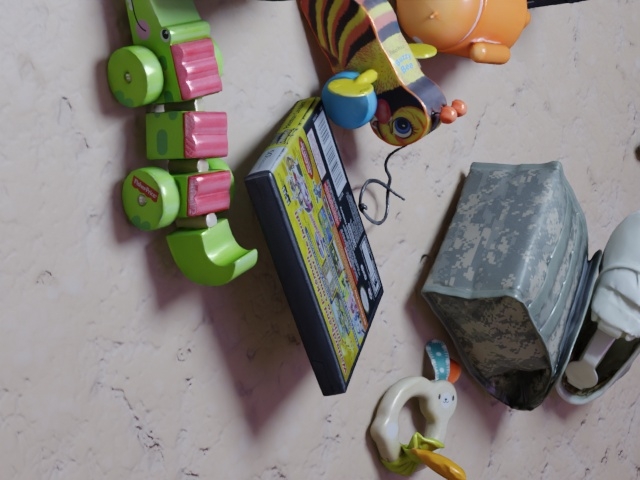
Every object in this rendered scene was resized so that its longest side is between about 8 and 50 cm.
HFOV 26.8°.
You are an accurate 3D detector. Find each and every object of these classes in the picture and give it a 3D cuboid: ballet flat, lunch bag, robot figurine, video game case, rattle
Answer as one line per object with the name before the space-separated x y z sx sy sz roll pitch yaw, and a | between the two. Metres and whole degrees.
ballet flat | 0.427 0.116 1.921 0.139 0.139 0.400 -54 166 -34
lunch bag | 0.285 0.070 1.859 0.287 0.169 0.235 57 46 -42
robot figurine | 0.185 -0.308 1.772 0.219 0.128 0.158 1 92 -50
video game case | 0.000 0.000 1.556 0.248 0.035 0.275 -64 138 -62
rattle | 0.166 0.216 1.746 0.199 0.142 0.130 -41 101 -34

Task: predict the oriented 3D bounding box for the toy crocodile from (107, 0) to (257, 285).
toy crocodile | -0.142 -0.120 1.412 0.115 0.105 0.341 -14 100 -48

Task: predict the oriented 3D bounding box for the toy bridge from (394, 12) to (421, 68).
toy bridge | 0.071 -0.272 1.715 0.063 0.026 0.188 -53 127 -31

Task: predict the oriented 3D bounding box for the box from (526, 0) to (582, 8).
box | 0.281 -0.521 1.840 0.294 0.182 0.296 34 65 -42

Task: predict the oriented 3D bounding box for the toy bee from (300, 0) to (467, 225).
toy bee | 0.097 -0.185 1.633 0.298 0.162 0.195 56 44 -31
